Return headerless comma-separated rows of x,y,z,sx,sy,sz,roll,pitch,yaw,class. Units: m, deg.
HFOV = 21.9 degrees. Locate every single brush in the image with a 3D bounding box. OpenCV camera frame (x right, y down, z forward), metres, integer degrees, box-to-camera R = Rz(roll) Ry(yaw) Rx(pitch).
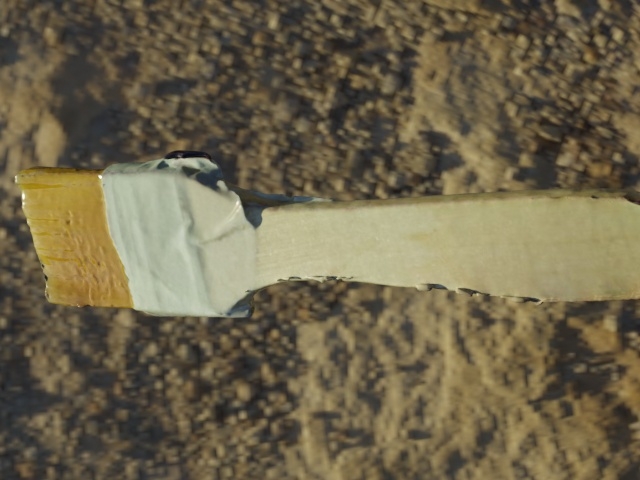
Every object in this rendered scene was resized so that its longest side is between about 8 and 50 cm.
0.000,0.000,0.707,0.336,0.020,0.085,2,114,35,brush
